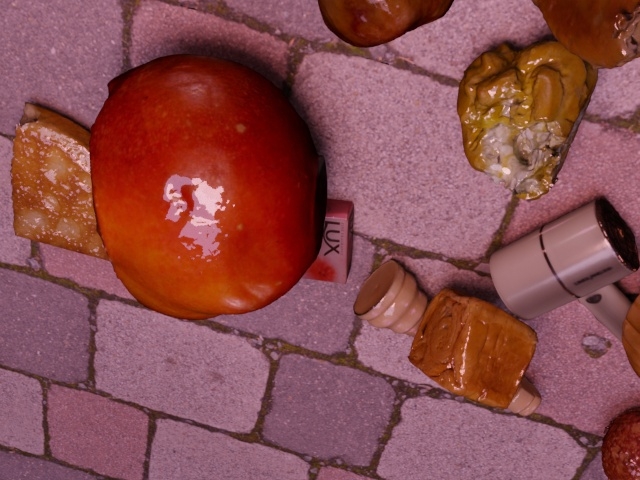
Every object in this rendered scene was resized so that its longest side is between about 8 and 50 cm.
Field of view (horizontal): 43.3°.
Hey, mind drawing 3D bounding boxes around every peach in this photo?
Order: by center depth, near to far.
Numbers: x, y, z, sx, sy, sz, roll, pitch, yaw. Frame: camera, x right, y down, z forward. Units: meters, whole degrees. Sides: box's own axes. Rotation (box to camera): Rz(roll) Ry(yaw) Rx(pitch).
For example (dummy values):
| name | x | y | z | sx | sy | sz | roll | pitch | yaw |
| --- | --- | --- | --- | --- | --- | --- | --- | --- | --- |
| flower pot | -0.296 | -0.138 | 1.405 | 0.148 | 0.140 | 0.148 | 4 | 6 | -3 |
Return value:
| name | x | y | z | sx | sy | sz | roll | pitch | yaw |
| --- | --- | --- | --- | --- | --- | --- | --- | --- | --- |
| peach | -0.145 | -0.072 | 1.189 | 0.310 | 0.335 | 0.406 | -2 | 107 | 15 |

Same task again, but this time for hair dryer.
| name | x | y | z | sx | sy | sz | roll | pitch | yaw |
| --- | --- | --- | --- | --- | --- | --- | --- | --- | --- |
| hair dryer | 0.462 | 0.100 | 1.318 | 0.203 | 0.128 | 0.362 | -32 | 122 | 32 |

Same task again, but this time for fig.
| name | x | y | z | sx | sy | sz | roll | pitch | yaw |
| --- | --- | --- | --- | --- | --- | --- | --- | --- | --- |
| fig | 0.082 | -0.388 | 1.000 | 0.190 | 0.191 | 0.290 | 8 | 113 | 10 |

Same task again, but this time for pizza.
| name | x | y | z | sx | sy | sz | roll | pitch | yaw |
| --- | --- | --- | --- | --- | --- | --- | --- | --- | --- |
| pizza | -0.404 | -0.091 | 1.417 | 0.268 | 0.087 | 0.258 | 17 | 126 | 0 |

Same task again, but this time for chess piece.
| name | x | y | z | sx | sy | sz | roll | pitch | yaw |
| --- | --- | --- | --- | --- | --- | --- | --- | --- | --- |
| chess piece | 0.243 | 0.195 | 1.448 | 0.397 | 0.117 | 0.117 | 37 | 128 | -16 |

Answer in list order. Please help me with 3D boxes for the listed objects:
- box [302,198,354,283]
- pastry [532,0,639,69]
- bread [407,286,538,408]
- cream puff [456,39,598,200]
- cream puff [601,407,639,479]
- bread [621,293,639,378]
| name | x | y | z | sx | sy | sz | roll | pitch | yaw |
| --- | --- | --- | --- | --- | --- | --- | --- | --- | --- |
| box | 0.000 | 0.000 | 1.393 | 0.111 | 0.060 | 0.156 | 6 | 130 | 9 |
| pastry | 0.333 | -0.325 | 0.926 | 0.236 | 0.120 | 0.257 | 67 | 159 | 7 |
| bread | 0.249 | 0.172 | 1.319 | 0.143 | 0.149 | 0.158 | 19 | 90 | -19 |
| cream puff | 0.275 | -0.185 | 1.108 | 0.194 | 0.195 | 0.221 | 14 | 142 | 5 |
| cream puff | 0.638 | 0.409 | 1.479 | 0.240 | 0.164 | 0.240 | 4 | 126 | 6 |
| bread | 0.574 | 0.130 | 1.261 | 0.236 | 0.070 | 0.236 | -13 | 127 | -18 |
